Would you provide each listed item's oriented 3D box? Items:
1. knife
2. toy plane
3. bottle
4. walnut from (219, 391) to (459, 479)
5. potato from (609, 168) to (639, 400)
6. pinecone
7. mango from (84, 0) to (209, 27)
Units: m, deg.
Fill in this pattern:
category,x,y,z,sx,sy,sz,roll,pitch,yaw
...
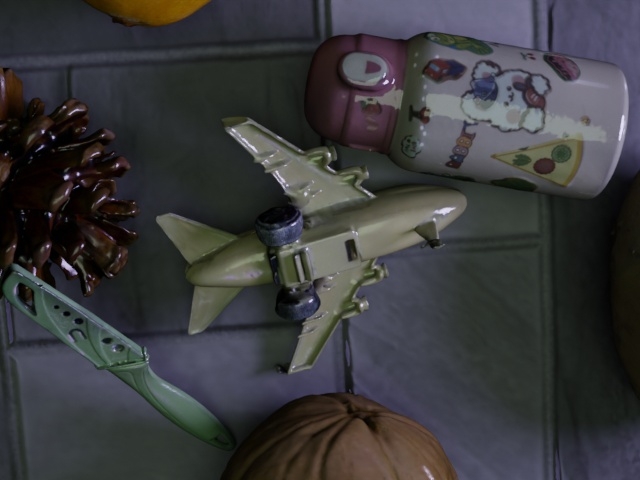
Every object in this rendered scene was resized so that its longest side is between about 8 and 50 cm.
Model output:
category,x,y,z,sx,sy,sz,roll,pitch,yaw
knife,-0.154,0.103,0.912,0.043,0.020,0.293,-28,132,20
toy plane,0.000,0.000,0.941,0.256,0.104,0.242,-11,115,4
bottle,0.113,-0.108,0.915,0.253,0.120,0.121,9,99,-5
walnut,0.014,0.242,0.925,0.227,0.228,0.228,-1,99,-4
potato,0.321,0.047,0.942,0.164,0.165,0.262,-20,105,-1
pinecone,-0.237,-0.034,0.887,0.195,0.150,0.179,34,91,-13
mango,-0.099,-0.304,0.866,0.177,0.120,0.295,30,96,-10
